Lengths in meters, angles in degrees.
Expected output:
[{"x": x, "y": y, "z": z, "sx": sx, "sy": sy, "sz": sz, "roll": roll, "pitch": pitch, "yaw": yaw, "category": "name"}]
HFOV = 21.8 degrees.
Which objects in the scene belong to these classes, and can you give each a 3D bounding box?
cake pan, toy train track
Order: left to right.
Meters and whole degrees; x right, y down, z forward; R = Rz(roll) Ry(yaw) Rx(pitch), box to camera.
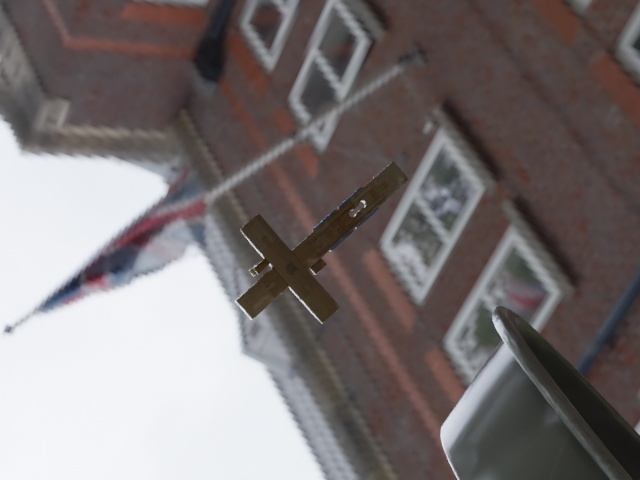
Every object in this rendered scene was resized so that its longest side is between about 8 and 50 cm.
[{"x": 0.000, "y": 0.000, "z": 0.644, "sx": 0.083, "sy": 0.014, "sz": 0.048, "roll": -42, "pitch": -86, "yaw": -14, "category": "toy train track"}, {"x": 0.149, "y": 0.150, "z": 0.650, "sx": 0.293, "sy": 0.054, "sz": 0.293, "roll": 47, "pitch": -174, "yaw": -6, "category": "cake pan"}]
